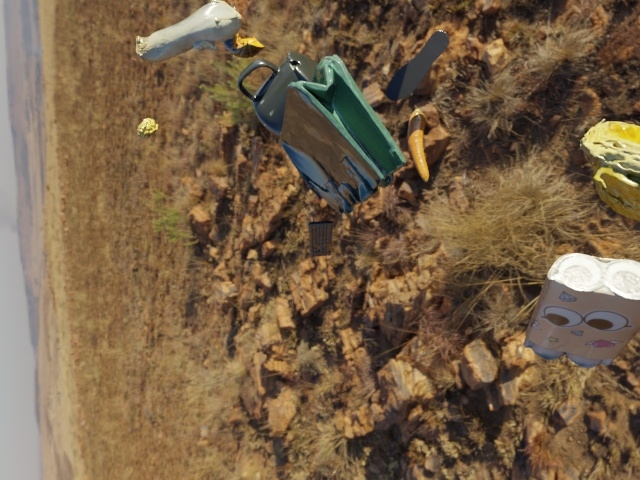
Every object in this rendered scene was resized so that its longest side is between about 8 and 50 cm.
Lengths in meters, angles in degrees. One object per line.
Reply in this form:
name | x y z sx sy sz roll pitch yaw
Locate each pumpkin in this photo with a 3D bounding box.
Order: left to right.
pumpkin | -0.308 -0.745 1.502 0.107 0.183 0.119 -41 33 17

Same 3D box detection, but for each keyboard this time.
keyboard | 0.000 0.000 1.058 0.204 0.061 0.013 91 176 -66

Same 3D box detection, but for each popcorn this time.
popcorn | -0.638 -0.409 1.494 0.083 0.057 0.082 -42 28 3

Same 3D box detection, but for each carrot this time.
carrot | 0.338 -0.329 1.418 0.062 0.066 0.272 105 166 -80

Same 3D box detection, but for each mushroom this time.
mushroom | -0.333 -0.523 1.029 0.099 0.277 0.096 71 173 -51

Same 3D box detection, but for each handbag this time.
handbag | 0.023 -0.173 0.790 0.239 0.089 0.326 53 168 -1

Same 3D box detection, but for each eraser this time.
eraser | 0.509 0.146 0.789 0.171 0.087 0.291 10 146 23

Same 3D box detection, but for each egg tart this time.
egg tart | 0.747 -0.138 0.870 0.388 0.387 0.169 42 137 44

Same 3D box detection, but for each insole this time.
insole | 0.311 -0.554 1.308 0.086 0.005 0.253 47 116 7

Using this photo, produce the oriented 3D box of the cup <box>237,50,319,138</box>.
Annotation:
cup | -0.078 -0.348 0.959 0.176 0.223 0.169 -41 43 32
